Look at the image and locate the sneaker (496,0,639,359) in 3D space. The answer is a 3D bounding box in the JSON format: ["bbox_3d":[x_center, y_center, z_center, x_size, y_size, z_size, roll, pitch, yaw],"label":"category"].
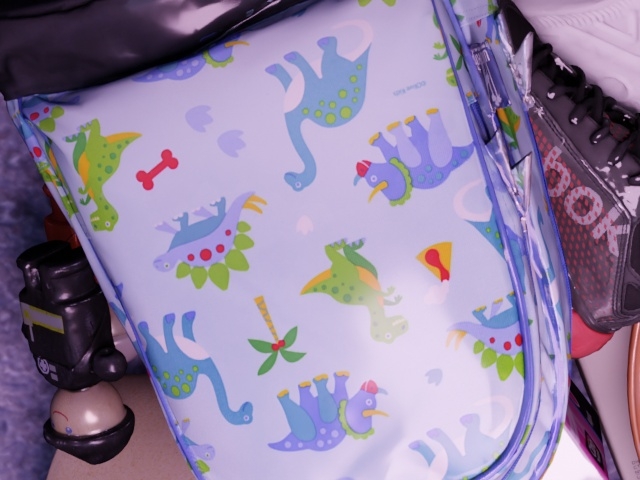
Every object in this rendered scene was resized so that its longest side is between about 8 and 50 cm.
[{"bbox_3d":[0.151,-0.061,1.224,0.135,0.097,0.276,-19,107,29],"label":"sneaker"}]

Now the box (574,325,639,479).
[{"bbox_3d":[0.214,0.044,1.396,0.094,0.113,0.275,-20,115,5],"label":"box"}]

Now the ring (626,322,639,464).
[{"bbox_3d":[0.339,0.067,1.381,0.336,0.032,0.337,-7,104,-29],"label":"ring"}]

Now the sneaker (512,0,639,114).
[{"bbox_3d":[0.231,-0.194,1.287,0.130,0.236,0.322,47,148,-19],"label":"sneaker"}]

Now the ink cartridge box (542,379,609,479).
[{"bbox_3d":[0.056,0.005,1.279,0.069,0.176,0.371,-37,94,11],"label":"ink cartridge box"}]

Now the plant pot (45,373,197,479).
[{"bbox_3d":[-0.046,0.200,1.381,0.274,0.256,0.256,23,113,15],"label":"plant pot"}]

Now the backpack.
[{"bbox_3d":[0.000,0.000,1.086,0.290,0.273,0.356,-18,110,2],"label":"backpack"}]

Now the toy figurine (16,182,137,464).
[{"bbox_3d":[-0.091,0.041,1.314,0.209,0.213,0.148,-8,112,1],"label":"toy figurine"}]
